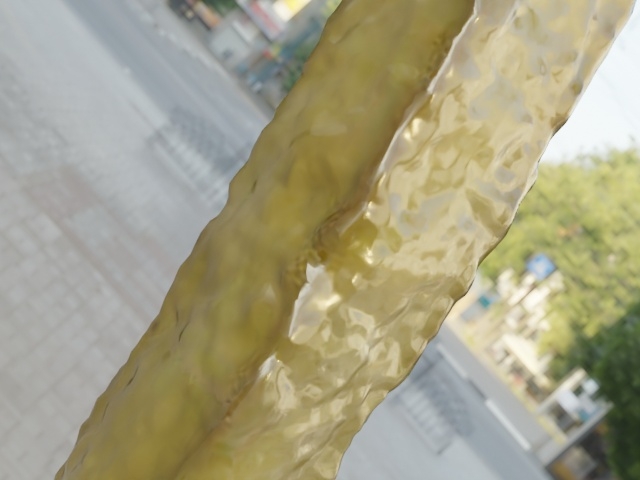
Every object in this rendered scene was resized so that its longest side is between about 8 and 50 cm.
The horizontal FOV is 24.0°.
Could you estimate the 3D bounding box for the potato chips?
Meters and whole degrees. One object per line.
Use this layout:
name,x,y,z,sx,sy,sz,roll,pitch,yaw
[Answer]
potato chips,0.000,0.000,0.353,0.057,0.407,0.080,29,5,-32
